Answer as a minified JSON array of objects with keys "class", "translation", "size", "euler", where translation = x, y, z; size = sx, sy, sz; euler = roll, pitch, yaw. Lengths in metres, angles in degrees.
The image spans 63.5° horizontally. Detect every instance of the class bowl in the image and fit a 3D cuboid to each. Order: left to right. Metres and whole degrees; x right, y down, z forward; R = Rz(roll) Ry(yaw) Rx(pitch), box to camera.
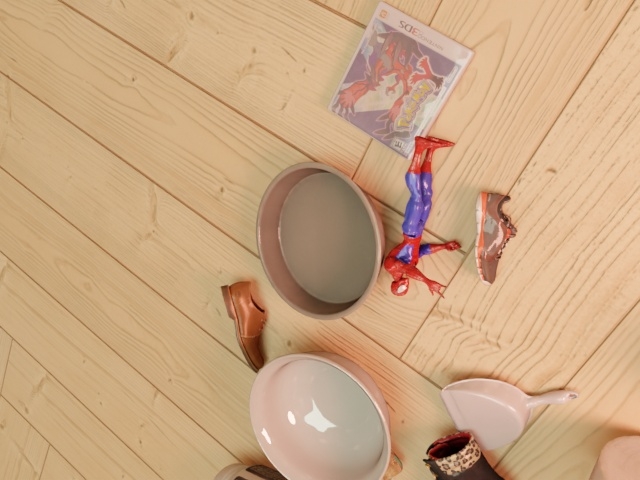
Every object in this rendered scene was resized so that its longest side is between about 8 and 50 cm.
[{"class":"bowl","translation":[0.018,0.336,1.020],"size":[0.298,0.134,0.297],"euler":[7,106,26]}]

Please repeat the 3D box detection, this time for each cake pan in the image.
[{"class":"cake pan","translation":[0.000,0.000,0.963],"size":[0.293,0.054,0.293],"euler":[10,105,38]}]

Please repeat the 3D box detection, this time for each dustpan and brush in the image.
[{"class":"dustpan and brush","translation":[0.334,0.290,0.895],"size":[0.211,0.060,0.147],"euler":[-18,107,37]}]

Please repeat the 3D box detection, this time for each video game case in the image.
[{"class":"video game case","translation":[0.128,-0.268,0.876],"size":[0.183,0.023,0.201],"euler":[36,116,16]}]

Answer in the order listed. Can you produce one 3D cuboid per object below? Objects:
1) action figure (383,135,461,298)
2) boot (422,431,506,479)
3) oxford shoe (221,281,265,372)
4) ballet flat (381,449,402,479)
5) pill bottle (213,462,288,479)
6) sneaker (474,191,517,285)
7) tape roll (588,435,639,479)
[{"class":"action figure","translation":[0.189,-0.020,0.864],"size":[0.139,0.091,0.280],"euler":[26,113,30]},{"class":"boot","translation":[0.229,0.461,0.954],"size":[0.236,0.085,0.178],"euler":[-32,98,23]},{"class":"oxford shoe","translation":[-0.149,0.187,1.111],"size":[0.076,0.076,0.212],"euler":[-17,109,-10]},{"class":"ballet flat","translation":[0.094,0.500,1.062],"size":[0.067,0.073,0.206],"euler":[37,121,-1]},{"class":"pill bottle","translation":[-0.115,0.576,1.103],"size":[0.278,0.162,0.162],"euler":[-7,100,49]},{"class":"sneaker","translation":[0.286,-0.001,0.841],"size":[0.065,0.061,0.157],"euler":[0,103,21]},{"class":"tape roll","translation":[0.510,0.398,0.694],"size":[0.286,0.286,0.100],"euler":[19,110,22]}]
